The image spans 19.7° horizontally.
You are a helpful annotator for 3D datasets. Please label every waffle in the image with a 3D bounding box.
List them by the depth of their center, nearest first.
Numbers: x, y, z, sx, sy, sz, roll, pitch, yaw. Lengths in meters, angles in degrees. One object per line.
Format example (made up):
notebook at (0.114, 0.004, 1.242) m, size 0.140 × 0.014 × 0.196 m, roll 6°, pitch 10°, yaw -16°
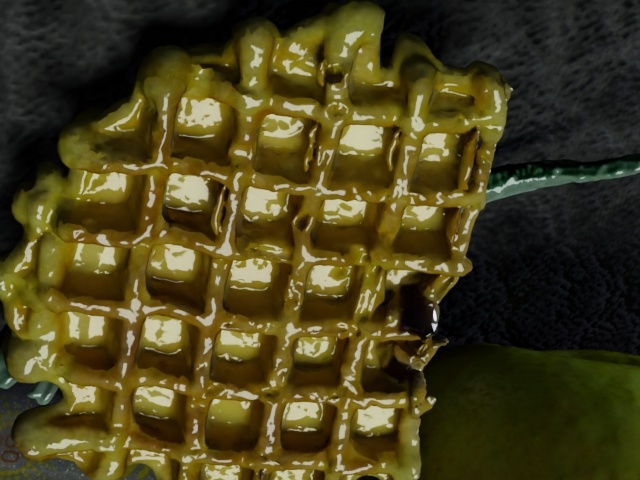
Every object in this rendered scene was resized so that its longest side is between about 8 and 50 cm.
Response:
waffle at (-0.022, 0.023, 0.924) m, size 0.309 × 0.065 × 0.283 m, roll -33°, pitch 116°, yaw 13°

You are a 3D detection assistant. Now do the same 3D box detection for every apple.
apple at (0.132, 0.214, 1.091) m, size 0.339 × 0.339 × 0.339 m, roll -12°, pitch 143°, yaw -9°

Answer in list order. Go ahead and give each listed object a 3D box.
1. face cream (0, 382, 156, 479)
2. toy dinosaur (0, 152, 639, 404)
face cream at (-0.164, 0.111, 1.038) m, size 0.283 × 0.073 × 0.073 m, roll 13°, pitch 134°, yaw -35°
toy dinosaur at (0.014, 0.039, 1.013) m, size 0.383 × 0.076 × 0.129 m, roll -18°, pitch 125°, yaw -5°
